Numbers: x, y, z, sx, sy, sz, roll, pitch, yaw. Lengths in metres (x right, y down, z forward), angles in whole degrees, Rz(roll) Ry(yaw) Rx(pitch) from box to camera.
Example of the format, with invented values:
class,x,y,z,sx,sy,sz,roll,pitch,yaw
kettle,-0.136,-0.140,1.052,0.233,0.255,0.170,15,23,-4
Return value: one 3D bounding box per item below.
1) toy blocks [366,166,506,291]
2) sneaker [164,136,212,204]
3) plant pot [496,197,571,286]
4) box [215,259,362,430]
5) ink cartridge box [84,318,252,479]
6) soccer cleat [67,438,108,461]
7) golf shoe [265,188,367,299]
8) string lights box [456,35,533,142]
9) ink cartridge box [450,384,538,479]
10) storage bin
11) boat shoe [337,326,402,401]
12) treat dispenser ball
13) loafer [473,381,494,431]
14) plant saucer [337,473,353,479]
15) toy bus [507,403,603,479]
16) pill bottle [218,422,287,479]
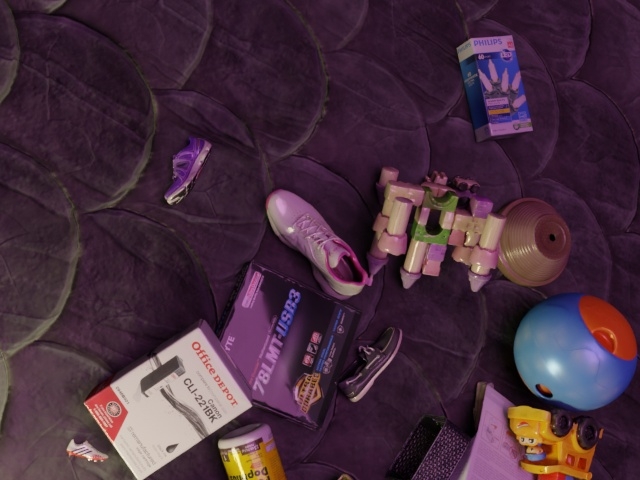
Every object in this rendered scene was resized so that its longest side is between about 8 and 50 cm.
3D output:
class,x,y,z,sx,sy,sz,roll,pitch,yaw
toy blocks,0.250,-0.002,1.912,0.289,0.309,0.259,9,112,-10
sneaker,-0.302,-0.154,1.767,0.071,0.068,0.169,25,64,-2
plant pot,0.566,-0.001,2.074,0.238,0.110,0.237,4,81,-23
box,-0.087,0.234,1.789,0.293,0.073,0.295,27,72,-18
ink cartridge box,-0.299,0.315,1.620,0.273,0.114,0.197,-34,96,-3
soccer cleat,-0.469,0.424,1.624,0.083,0.029,0.035,16,81,-15
golf shoe,0.000,0.000,1.821,0.115,0.140,0.306,-44,99,-20
string lights box,0.454,-0.395,2.099,0.134,0.077,0.259,-10,86,-22
ink cartridge box,0.432,0.593,1.942,0.308,0.091,0.384,38,52,-23
storage bin,0.251,0.503,1.862,0.084,0.122,0.180,40,70,-13
boat shoe,0.114,0.274,1.865,0.065,0.075,0.206,42,74,-16
treat dispenser ball,0.618,0.271,1.960,0.288,0.288,0.288,3,81,-22
loafer,0.397,0.411,1.988,0.045,0.039,0.125,28,74,-49
plant saucer,0.046,0.650,1.798,0.188,0.045,0.188,-46,101,-21
toy bus,0.550,0.510,1.931,0.220,0.149,0.211,23,74,-29
pill bottle,-0.133,0.506,1.704,0.117,0.117,0.214,-18,90,-24
